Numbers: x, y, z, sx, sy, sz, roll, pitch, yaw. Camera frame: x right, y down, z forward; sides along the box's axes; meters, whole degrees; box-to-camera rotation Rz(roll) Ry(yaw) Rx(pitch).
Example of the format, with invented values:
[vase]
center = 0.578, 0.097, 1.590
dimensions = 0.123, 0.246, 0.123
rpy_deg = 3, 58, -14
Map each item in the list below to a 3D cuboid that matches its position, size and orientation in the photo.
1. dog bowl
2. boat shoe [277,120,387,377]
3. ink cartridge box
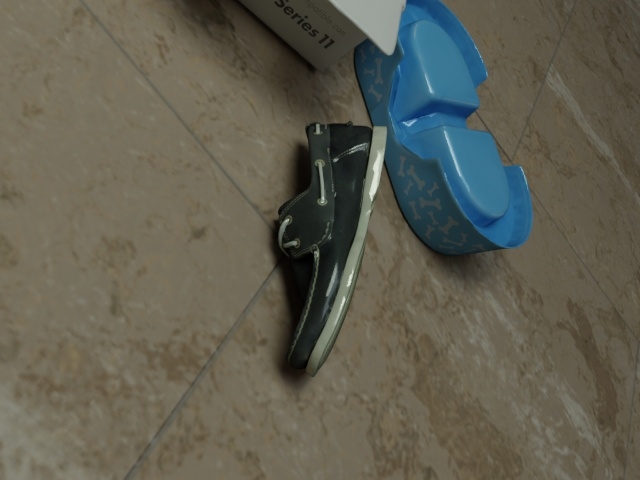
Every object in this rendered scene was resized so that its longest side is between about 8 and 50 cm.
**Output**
[dog bowl]
center = 0.127, -0.119, 0.823
dimensions = 0.166, 0.074, 0.297
rpy_deg = -3, 71, -49
[boat shoe]
center = 0.000, 0.000, 0.633
dimensions = 0.079, 0.084, 0.233
rpy_deg = 12, 60, 1
[ink cartridge box]
center = -0.016, -0.313, 0.734
dimensions = 0.207, 0.119, 0.353
rpy_deg = 37, 45, -28
